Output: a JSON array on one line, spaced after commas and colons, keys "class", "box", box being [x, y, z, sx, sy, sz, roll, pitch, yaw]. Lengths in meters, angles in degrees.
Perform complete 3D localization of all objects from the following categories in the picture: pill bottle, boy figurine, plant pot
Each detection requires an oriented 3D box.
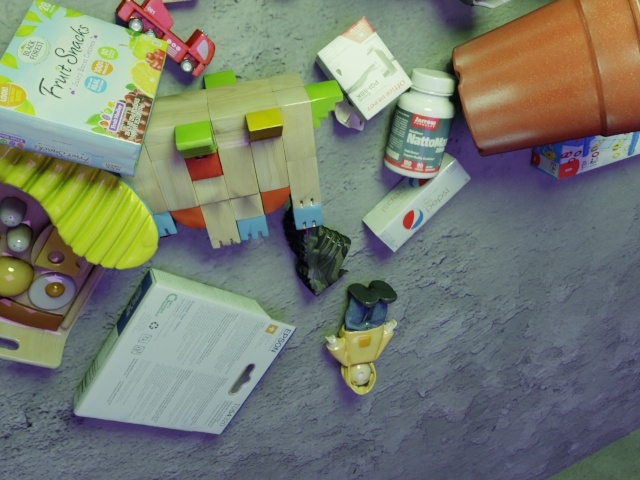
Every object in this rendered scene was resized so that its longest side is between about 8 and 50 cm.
[{"class": "pill bottle", "box": [0.185, -0.214, 0.977, 0.108, 0.108, 0.180, -3, 121, -23]}, {"class": "boy figurine", "box": [0.089, 0.231, 1.227, 0.178, 0.092, 0.284, -4, 118, -26]}, {"class": "plant pot", "box": [0.378, -0.273, 0.903, 0.265, 0.272, 0.272, -14, 132, 23]}]

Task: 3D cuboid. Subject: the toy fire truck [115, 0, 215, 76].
[{"class": "toy fire truck", "box": [-0.212, -0.339, 0.751, 0.192, 0.047, 0.135, 34, 102, -36]}]

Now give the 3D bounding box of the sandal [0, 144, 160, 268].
[{"class": "sandal", "box": [-0.359, -0.085, 0.758, 0.126, 0.138, 0.317, -44, 113, 1]}]

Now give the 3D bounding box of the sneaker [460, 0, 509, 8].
[{"class": "sneaker", "box": [0.279, -0.466, 0.818, 0.226, 0.163, 0.086, -48, 155, 14]}]

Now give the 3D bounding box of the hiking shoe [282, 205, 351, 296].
[{"class": "hiking shoe", "box": [0.000, 0.000, 1.055, 0.114, 0.086, 0.226, -30, 135, -22]}]

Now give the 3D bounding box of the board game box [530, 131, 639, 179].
[{"class": "board game box", "box": [0.613, -0.314, 1.126, 0.309, 0.086, 0.301, -18, 126, -14]}]

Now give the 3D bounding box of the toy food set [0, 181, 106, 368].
[{"class": "toy food set", "box": [-0.465, 0.062, 0.859, 0.220, 0.092, 0.306, 25, 108, -34]}]

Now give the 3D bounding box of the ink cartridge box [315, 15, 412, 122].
[{"class": "ink cartridge box", "box": [0.071, -0.277, 0.880, 0.099, 0.056, 0.135, -39, 98, 1]}]

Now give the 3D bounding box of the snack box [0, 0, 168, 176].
[{"class": "snack box", "box": [-0.301, -0.196, 0.680, 0.175, 0.207, 0.070, 14, 141, -18]}]

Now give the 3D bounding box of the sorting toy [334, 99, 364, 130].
[{"class": "sorting toy", "box": [0.067, -0.234, 0.954, 0.075, 0.045, 0.083, 28, 96, -48]}]

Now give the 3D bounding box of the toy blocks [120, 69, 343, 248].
[{"class": "toy blocks", "box": [-0.153, -0.105, 0.862, 0.382, 0.190, 0.260, -12, 134, -6]}]

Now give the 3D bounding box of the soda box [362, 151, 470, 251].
[{"class": "soda box", "box": [0.192, -0.084, 1.083, 0.216, 0.074, 0.069, -44, 128, 7]}]

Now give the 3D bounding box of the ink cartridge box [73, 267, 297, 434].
[{"class": "ink cartridge box", "box": [-0.266, 0.240, 1.081, 0.330, 0.071, 0.324, 24, 107, -38]}]
